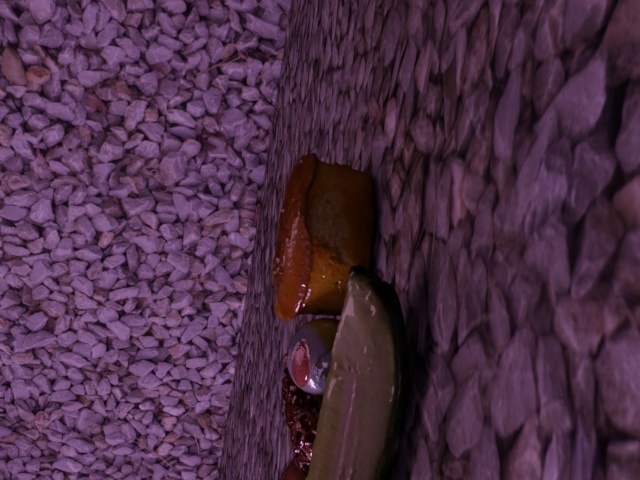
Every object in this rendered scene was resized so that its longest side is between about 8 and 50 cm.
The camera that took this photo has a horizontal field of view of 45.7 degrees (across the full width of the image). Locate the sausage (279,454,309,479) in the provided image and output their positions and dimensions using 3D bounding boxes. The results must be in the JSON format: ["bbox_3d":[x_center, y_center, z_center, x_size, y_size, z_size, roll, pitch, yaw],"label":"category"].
[{"bbox_3d":[-0.036,0.428,1.336,0.304,0.078,0.078,109,163,-52],"label":"sausage"}]

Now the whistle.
[{"bbox_3d":[0.016,0.188,1.104,0.223,0.122,0.123,-138,54,-60],"label":"whistle"}]

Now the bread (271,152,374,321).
[{"bbox_3d":[0.000,0.000,1.198,0.268,0.145,0.269,-171,90,-82],"label":"bread"}]

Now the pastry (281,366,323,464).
[{"bbox_3d":[-0.009,0.276,1.204,0.208,0.097,0.115,-122,41,-70],"label":"pastry"}]

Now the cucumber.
[{"bbox_3d":[0.056,0.187,0.910,0.145,0.105,0.326,-31,-49,-69],"label":"cucumber"}]
